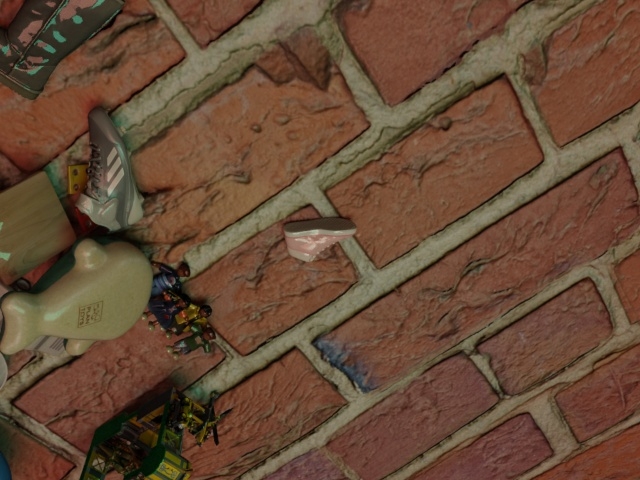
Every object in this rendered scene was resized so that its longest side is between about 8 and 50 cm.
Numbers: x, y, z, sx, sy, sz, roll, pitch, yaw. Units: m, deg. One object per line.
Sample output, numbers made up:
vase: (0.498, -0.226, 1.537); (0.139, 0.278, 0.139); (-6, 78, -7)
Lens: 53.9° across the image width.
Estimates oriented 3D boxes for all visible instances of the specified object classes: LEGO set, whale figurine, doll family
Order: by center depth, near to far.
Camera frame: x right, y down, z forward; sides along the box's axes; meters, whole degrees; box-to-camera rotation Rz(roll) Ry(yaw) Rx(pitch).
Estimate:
whale figurine: (-0.406, 0.085, 1.021); (0.272, 0.141, 0.216); (-23, 134, -53)
doll family: (-0.260, 0.126, 1.163); (0.111, 0.076, 0.193); (-27, 118, 10)
LEGO set: (-0.317, 0.453, 1.237); (0.331, 0.255, 0.192); (-38, 119, 14)

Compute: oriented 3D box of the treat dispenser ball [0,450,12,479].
treat dispenser ball: (-0.719, 0.479, 1.144); (0.288, 0.288, 0.288); (-5, 120, -9)

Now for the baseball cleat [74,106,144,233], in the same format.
baseball cleat: (-0.347, -0.103, 1.001); (0.109, 0.072, 0.206); (-32, 126, -30)

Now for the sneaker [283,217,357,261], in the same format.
sneaker: (0.000, 0.000, 1.157); (0.134, 0.051, 0.070); (-5, 122, -5)

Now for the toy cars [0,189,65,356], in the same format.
toy cars: (-0.525, 0.058, 1.061); (0.176, 0.087, 0.394); (-9, 120, -6)

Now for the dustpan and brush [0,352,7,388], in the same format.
dustpan and brush: (-0.613, 0.189, 1.112); (0.147, 0.060, 0.211); (32, 141, -13)

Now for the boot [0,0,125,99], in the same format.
boot: (-0.410, -0.321, 0.878); (0.208, 0.076, 0.189); (-41, 133, 20)

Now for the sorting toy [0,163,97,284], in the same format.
sorting toy: (-0.462, -0.028, 0.980); (0.274, 0.046, 0.132); (-42, 133, -37)
